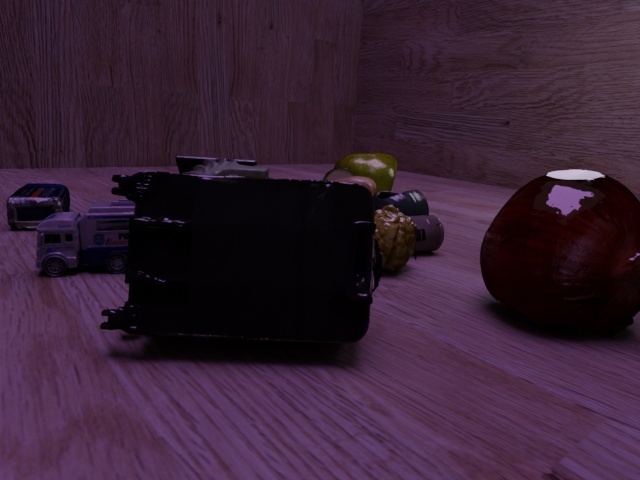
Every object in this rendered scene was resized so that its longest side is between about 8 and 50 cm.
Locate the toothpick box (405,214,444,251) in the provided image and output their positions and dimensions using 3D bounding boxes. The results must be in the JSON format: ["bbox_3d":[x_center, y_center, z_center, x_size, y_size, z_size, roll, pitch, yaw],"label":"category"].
[{"bbox_3d":[0.260,-0.019,1.359,0.180,0.111,0.111,-3,16,-19],"label":"toothpick box"}]

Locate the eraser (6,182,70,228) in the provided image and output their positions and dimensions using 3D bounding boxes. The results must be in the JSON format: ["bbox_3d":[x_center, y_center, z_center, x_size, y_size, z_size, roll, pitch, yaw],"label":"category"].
[{"bbox_3d":[-0.909,-0.119,1.503,0.154,0.102,0.332,-2,17,-24],"label":"eraser"}]

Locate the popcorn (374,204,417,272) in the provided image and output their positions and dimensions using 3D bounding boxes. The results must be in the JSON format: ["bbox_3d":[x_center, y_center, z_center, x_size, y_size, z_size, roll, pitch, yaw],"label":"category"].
[{"bbox_3d":[0.181,0.003,1.188,0.142,0.174,0.173,-10,10,19],"label":"popcorn"}]

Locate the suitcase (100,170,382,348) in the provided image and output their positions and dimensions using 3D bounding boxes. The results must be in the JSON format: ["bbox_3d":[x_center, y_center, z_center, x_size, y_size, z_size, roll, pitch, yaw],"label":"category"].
[{"bbox_3d":[-0.114,0.034,0.763,0.432,0.284,0.194,2,-4,-1],"label":"suitcase"}]

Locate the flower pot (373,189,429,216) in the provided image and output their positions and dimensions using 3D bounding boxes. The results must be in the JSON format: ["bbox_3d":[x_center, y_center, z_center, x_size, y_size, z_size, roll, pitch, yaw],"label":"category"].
[{"bbox_3d":[0.256,-0.088,1.513,0.189,0.157,0.242,5,8,38],"label":"flower pot"}]

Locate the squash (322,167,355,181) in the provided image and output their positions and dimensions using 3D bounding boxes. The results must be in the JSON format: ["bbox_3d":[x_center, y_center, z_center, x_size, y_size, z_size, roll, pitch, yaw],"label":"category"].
[{"bbox_3d":[0.092,-0.248,2.135,0.170,0.171,0.123,5,-1,8],"label":"squash"}]

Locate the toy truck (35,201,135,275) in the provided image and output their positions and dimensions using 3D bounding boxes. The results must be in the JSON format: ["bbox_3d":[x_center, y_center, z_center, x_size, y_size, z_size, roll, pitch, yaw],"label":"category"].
[{"bbox_3d":[-0.510,-0.012,1.072,0.267,0.156,0.124,-2,15,-18],"label":"toy truck"}]

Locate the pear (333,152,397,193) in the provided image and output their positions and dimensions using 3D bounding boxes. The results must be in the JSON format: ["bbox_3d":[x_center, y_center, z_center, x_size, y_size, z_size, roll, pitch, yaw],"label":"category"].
[{"bbox_3d":[0.226,-0.350,2.387,0.317,0.239,0.342,12,15,0],"label":"pear"}]

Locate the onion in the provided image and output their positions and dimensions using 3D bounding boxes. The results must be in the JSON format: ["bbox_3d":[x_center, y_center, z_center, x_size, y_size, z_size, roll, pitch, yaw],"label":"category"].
[{"bbox_3d":[0.505,0.012,0.940,0.340,0.342,0.341,3,15,-1],"label":"onion"}]

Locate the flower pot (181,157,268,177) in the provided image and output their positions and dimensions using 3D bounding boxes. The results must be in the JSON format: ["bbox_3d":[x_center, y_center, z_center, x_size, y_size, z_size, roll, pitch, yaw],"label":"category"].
[{"bbox_3d":[-0.369,-0.210,1.772,0.253,0.165,0.368,10,30,11],"label":"flower pot"}]

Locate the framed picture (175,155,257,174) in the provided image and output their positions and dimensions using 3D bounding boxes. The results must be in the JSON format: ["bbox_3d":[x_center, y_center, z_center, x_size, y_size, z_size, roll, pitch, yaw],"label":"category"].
[{"bbox_3d":[-0.444,-0.272,2.015,0.337,0.255,0.014,3,58,-3],"label":"framed picture"}]

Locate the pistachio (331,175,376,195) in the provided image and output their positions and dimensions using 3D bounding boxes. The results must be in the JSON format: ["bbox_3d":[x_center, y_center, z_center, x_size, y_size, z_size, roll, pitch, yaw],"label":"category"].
[{"bbox_3d":[0.124,-0.208,1.973,0.229,0.158,0.157,-1,12,20],"label":"pistachio"}]

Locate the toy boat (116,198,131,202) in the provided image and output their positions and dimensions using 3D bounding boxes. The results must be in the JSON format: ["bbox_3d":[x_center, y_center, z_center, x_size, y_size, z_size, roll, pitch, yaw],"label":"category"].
[{"bbox_3d":[-0.522,-0.054,1.305,0.295,0.122,0.114,-8,-7,-28],"label":"toy boat"}]
